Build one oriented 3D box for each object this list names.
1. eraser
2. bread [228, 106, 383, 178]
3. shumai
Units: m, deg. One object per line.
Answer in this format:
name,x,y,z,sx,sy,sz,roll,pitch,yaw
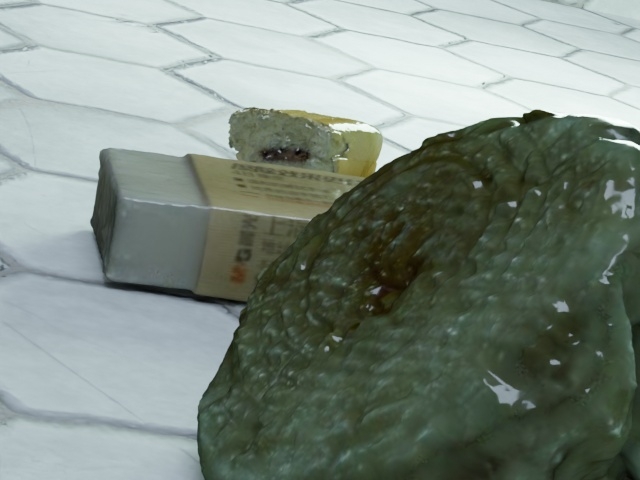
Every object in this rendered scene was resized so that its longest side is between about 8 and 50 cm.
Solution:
eraser,0.000,0.000,1.320,0.343,0.078,0.144,8,17,-15
bread,-0.013,-0.078,1.566,0.125,0.082,0.106,13,3,35
shumai,0.120,0.100,0.986,0.263,0.304,0.309,44,0,-28
